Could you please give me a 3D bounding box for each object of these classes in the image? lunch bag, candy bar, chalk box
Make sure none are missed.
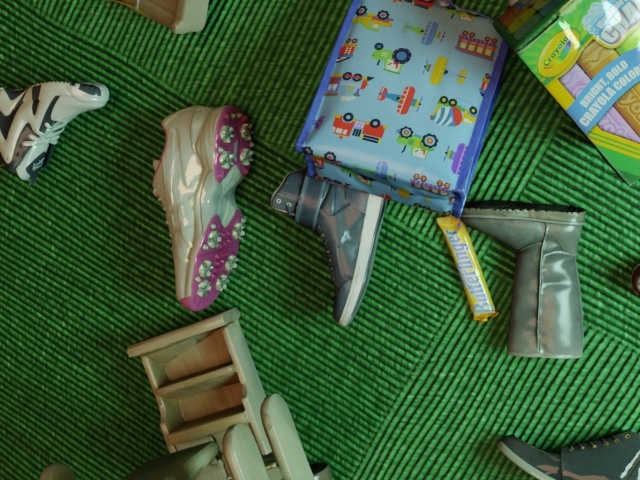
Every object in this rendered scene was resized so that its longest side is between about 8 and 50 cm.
[{"bbox_3d":[0.122,-0.207,1.262,0.221,0.138,0.293,17,79,10],"label":"lunch bag"},{"bbox_3d":[0.209,0.039,1.341,0.040,0.018,0.161,-19,91,18],"label":"candy bar"},{"bbox_3d":[0.332,-0.244,1.140,0.179,0.180,0.289,-41,105,17],"label":"chalk box"}]

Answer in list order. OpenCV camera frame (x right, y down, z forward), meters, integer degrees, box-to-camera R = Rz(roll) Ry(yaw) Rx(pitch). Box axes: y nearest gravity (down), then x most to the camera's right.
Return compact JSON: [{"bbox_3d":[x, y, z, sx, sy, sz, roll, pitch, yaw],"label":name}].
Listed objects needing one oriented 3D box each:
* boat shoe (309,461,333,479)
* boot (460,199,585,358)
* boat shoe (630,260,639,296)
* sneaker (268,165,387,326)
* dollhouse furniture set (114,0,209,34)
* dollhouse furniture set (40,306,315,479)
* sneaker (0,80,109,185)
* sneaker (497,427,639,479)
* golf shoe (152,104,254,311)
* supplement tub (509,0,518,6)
[{"bbox_3d":[-0.114,0.429,1.438,0.307,0.111,0.104,-19,90,18],"label":"boat shoe"},{"bbox_3d":[0.272,0.054,1.304,0.190,0.076,0.208,7,106,18],"label":"boot"},{"bbox_3d":[0.508,0.062,1.228,0.207,0.073,0.073,2,96,15],"label":"boat shoe"},{"bbox_3d":[0.000,-0.001,1.355,0.163,0.086,0.226,12,92,5],"label":"sneaker"},{"bbox_3d":[-0.186,-0.467,1.370,0.197,0.151,0.301,33,124,31],"label":"dollhouse furniture set"},{"bbox_3d":[-0.211,0.269,1.297,0.362,0.394,0.256,-20,91,18],"label":"dollhouse furniture set"},{"bbox_3d":[-0.422,-0.163,1.463,0.235,0.094,0.153,-2,98,17],"label":"sneaker"},{"bbox_3d":[0.363,0.294,1.309,0.222,0.083,0.118,24,84,19],"label":"sneaker"},{"bbox_3d":[-0.186,-0.052,1.410,0.140,0.115,0.306,11,94,25],"label":"golf shoe"},{"bbox_3d":[0.293,-0.349,1.239,0.071,0.071,0.107,18,102,14],"label":"supplement tub"}]
